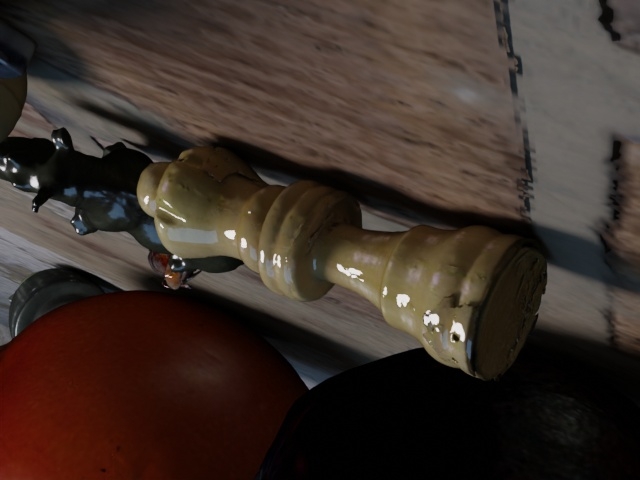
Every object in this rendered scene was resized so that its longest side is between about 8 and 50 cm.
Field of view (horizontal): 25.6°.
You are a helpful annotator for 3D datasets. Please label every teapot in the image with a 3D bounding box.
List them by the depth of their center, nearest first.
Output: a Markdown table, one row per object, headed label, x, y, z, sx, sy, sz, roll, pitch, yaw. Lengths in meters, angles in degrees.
| label | x | y | z | sx | sy | sz | roll | pitch | yaw |
| --- | --- | --- | --- | --- | --- | --- | --- | --- | --- |
| teapot | -0.231 | 0.073 | 1.285 | 0.124 | 0.092 | 0.091 | 39 | 179 | -34 |

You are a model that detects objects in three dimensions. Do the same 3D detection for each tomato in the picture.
| label | x | y | z | sx | sy | sz | roll | pitch | yaw |
| --- | --- | --- | --- | --- | --- | --- | --- | --- | --- |
| tomato | -0.135 | 0.192 | 1.088 | 0.321 | 0.321 | 0.321 | 23 | 169 | 5 |

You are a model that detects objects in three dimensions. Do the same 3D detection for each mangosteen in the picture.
| label | x | y | z | sx | sy | sz | roll | pitch | yaw |
| --- | --- | --- | --- | --- | --- | --- | --- | --- | --- |
| mangosteen | 0.087 | 0.196 | 0.700 | 0.300 | 0.300 | 0.300 | 23 | 169 | 5 |

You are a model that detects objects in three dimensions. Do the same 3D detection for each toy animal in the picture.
| label | x | y | z | sx | sy | sz | roll | pitch | yaw |
| --- | --- | --- | --- | --- | --- | --- | --- | --- | --- |
| toy animal | -0.089 | -0.021 | 0.626 | 0.136 | 0.047 | 0.065 | 25 | 176 | -23 |

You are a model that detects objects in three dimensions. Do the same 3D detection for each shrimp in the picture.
| label | x | y | z | sx | sy | sz | roll | pitch | yaw |
| --- | --- | --- | --- | --- | --- | --- | --- | --- | --- |
| shrimp | -0.086 | 0.011 | 0.819 | 0.029 | 0.038 | 0.092 | -19 | 170 | -6 |

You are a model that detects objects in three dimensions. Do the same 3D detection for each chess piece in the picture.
| label | x | y | z | sx | sy | sz | roll | pitch | yaw |
| --- | --- | --- | --- | --- | --- | --- | --- | --- | --- |
| chess piece | 0.000 | 0.001 | 0.552 | 0.172 | 0.060 | 0.060 | 20 | 169 | 28 |

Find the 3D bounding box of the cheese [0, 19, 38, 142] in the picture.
| label | x | y | z | sx | sy | sz | roll | pitch | yaw |
| --- | --- | --- | --- | --- | --- | --- | --- | --- | --- |
| cheese | -0.155 | -0.073 | 0.532 | 0.092 | 0.047 | 0.171 | 23 | 170 | -11 |
